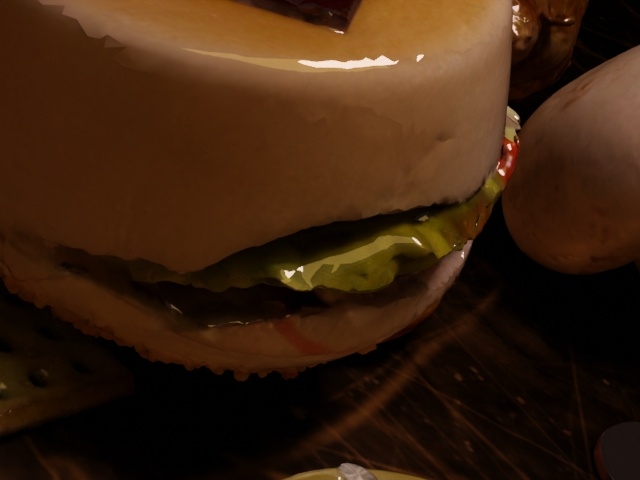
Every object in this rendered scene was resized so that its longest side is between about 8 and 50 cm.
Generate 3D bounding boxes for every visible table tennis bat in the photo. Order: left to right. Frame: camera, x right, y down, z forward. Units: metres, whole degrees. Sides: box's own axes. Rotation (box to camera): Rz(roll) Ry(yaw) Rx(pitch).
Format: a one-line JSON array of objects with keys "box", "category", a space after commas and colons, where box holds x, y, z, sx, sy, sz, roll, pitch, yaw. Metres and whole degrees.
[{"box": [0.211, 0.134, 0.887, 0.158, 0.014, 0.095, -3, 42, -49], "category": "table tennis bat"}]

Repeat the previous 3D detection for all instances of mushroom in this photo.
[{"box": [0.229, -0.036, 1.005, 0.209, 0.206, 0.206, 39, 26, 13], "category": "mushroom"}]

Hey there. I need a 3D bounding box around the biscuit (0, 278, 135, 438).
[{"box": [-0.192, -0.001, 0.661, 0.231, 0.016, 0.139, 42, 25, 18], "category": "biscuit"}]

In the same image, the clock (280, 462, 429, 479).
[{"box": [0.058, 0.178, 0.582, 0.237, 0.057, 0.237, 26, 24, -12], "category": "clock"}]

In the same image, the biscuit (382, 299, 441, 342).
[{"box": [-0.001, 0.001, 0.854, 0.144, 0.033, 0.224, 36, 29, 7], "category": "biscuit"}]

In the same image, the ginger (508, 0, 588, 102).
[{"box": [0.074, -0.223, 1.209, 0.274, 0.152, 0.357, 9, 33, -41], "category": "ginger"}]

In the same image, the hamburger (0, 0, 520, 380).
[{"box": [-0.054, -0.072, 0.714, 0.302, 0.170, 0.302, 11, 34, -8], "category": "hamburger"}]
